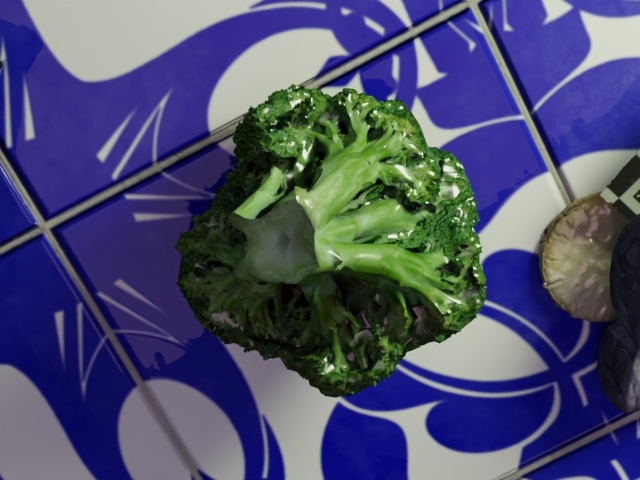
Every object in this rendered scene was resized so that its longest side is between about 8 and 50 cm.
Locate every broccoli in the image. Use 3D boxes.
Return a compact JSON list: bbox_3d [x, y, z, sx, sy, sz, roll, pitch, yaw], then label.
[{"bbox_3d":[0.000,0.000,1.124,0.308,0.275,0.307,3,97,23],"label":"broccoli"}]

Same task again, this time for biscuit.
[{"bbox_3d":[0.308,0.019,1.264,0.152,0.020,0.152,-1,105,-4],"label":"biscuit"}]

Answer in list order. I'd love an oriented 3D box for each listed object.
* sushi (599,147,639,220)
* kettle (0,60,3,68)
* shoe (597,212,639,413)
[{"bbox_3d":[0.412,-0.090,1.226,0.192,0.050,0.215,32,106,-27],"label":"sushi"},{"bbox_3d":[-0.436,-0.060,1.138,0.203,0.262,0.307,3,104,-40],"label":"kettle"},{"bbox_3d":[0.374,0.071,1.230,0.138,0.095,0.245,-9,124,-13],"label":"shoe"}]
